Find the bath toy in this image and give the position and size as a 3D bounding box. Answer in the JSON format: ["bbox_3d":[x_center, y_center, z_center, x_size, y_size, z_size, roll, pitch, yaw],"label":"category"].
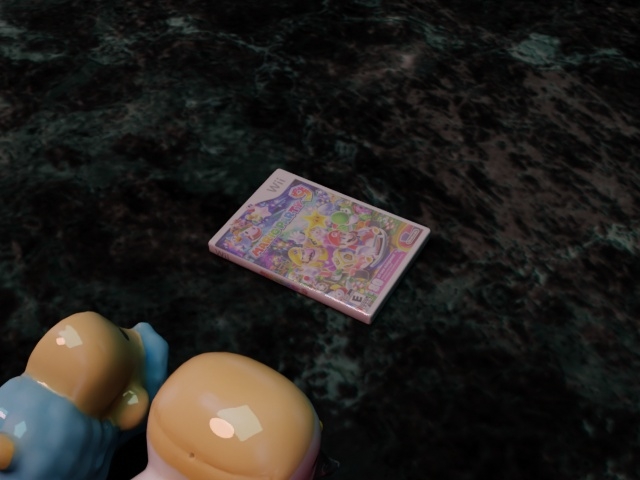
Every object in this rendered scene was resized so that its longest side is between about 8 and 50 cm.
[{"bbox_3d":[0.014,0.154,0.334,0.348,0.151,0.129,29,18,24],"label":"bath toy"}]

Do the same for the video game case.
[{"bbox_3d":[0.000,0.000,0.551,0.122,0.011,0.087,23,51,20],"label":"video game case"}]
